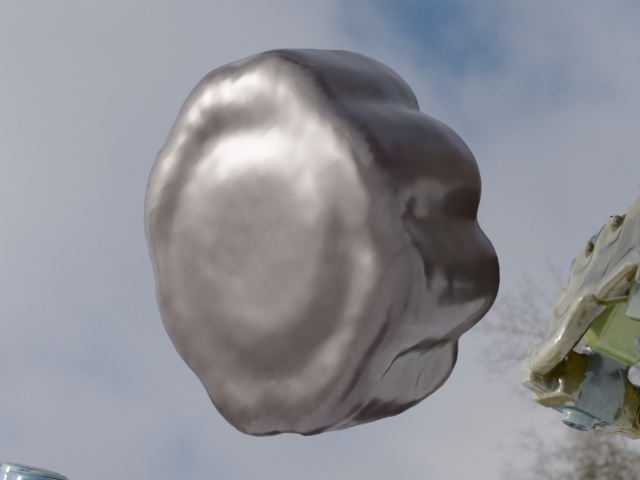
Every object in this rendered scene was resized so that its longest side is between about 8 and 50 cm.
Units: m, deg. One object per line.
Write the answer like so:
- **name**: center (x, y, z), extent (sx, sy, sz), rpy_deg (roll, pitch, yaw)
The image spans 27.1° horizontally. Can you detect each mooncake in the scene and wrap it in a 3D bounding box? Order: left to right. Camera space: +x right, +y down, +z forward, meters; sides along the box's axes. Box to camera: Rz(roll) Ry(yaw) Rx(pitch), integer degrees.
- **mooncake**: center (0.000, 0.000, 1.057), extent (0.154, 0.306, 0.306), rpy_deg (-6, -32, -46)

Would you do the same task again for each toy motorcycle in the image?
- **toy motorcycle**: center (0.322, 0.060, 1.166), extent (0.169, 0.237, 0.410), rpy_deg (26, -17, -14)

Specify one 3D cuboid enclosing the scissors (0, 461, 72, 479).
- **scissors**: center (-0.261, 0.218, 1.196), extent (0.125, 0.030, 0.256), rpy_deg (19, -13, -36)
